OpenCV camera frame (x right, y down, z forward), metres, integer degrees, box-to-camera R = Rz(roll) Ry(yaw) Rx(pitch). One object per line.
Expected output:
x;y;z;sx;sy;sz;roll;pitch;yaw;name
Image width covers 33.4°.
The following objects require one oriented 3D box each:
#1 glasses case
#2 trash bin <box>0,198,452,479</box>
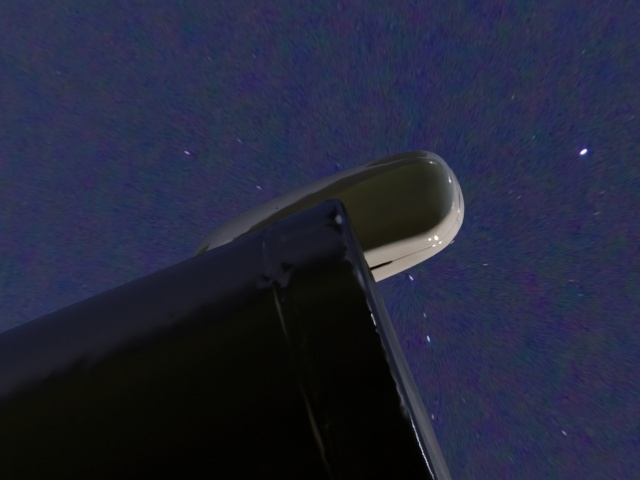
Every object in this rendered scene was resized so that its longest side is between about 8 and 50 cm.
0.000;0.000;0.588;0.164;0.041;0.063;-21;-129;17;glasses case
-0.096;0.132;0.411;0.301;0.203;0.252;-20;-94;3;trash bin
